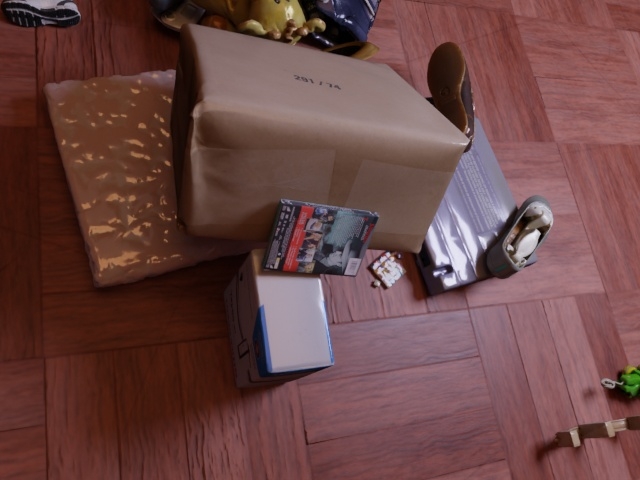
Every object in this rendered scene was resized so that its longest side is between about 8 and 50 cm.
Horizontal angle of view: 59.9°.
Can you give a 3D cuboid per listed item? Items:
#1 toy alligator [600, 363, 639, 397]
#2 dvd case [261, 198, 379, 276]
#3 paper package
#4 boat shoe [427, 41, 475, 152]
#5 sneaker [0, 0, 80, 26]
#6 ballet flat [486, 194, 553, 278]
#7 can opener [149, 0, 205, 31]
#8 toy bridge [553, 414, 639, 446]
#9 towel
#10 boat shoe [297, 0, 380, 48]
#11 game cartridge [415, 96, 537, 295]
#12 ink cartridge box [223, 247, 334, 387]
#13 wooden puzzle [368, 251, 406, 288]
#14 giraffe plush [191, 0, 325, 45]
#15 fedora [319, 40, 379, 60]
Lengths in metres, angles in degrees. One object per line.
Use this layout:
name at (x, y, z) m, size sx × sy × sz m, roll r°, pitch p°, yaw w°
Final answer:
toy alligator at (0.577, 0.265, 1.016) m, size 0.189 × 0.056 × 0.051 m, roll -5°, pitch 113°, yaw -24°
dvd case at (0.000, 0.000, 0.634) m, size 0.119 × 0.087 × 0.013 m, roll 6°, pitch 29°, yaw -22°
paper package at (-0.026, -0.141, 0.733) m, size 0.324 × 0.168 × 0.309 m, roll 4°, pitch 34°, yaw -21°
boat shoe at (0.240, -0.257, 1.009) m, size 0.073 × 0.073 × 0.207 m, roll 27°, pitch 59°, yaw -53°
sneaker at (-0.429, -0.355, 0.854) m, size 0.109 × 0.040 × 0.044 m, roll -4°, pitch 56°, yaw -27°
ballet flat at (0.363, -0.014, 0.959) m, size 0.072 × 0.068 × 0.213 m, roll 45°, pitch 61°, yaw -1°
can opener at (-0.200, -0.465, 0.959) m, size 0.074 × 0.093 × 0.280 m, roll 28°, pitch 58°, yaw -9°
toy bridge at (0.464, 0.322, 0.939) m, size 0.188 × 0.063 × 0.026 m, roll -1°, pitch 71°, yaw -24°
towel at (-0.209, -0.113, 0.838) m, size 0.331 × 0.053 × 0.317 m, roll -15°, pitch 76°, yaw -27°
boat shoe at (-0.018, -0.471, 0.959) m, size 0.340 × 0.127 × 0.158 m, roll 27°, pitch 66°, yaw -37°
game cartridge at (0.235, -0.095, 1.010) m, size 0.230 × 0.068 × 0.355 m, roll -11°, pitch 75°, yaw -29°
ink cartridge box at (-0.063, 0.108, 0.728) m, size 0.085 × 0.203 × 0.148 m, roll -4°, pitch 72°, yaw -21°
wooden puzzle at (0.113, 0.048, 0.933) m, size 0.083 × 0.006 × 0.049 m, roll -39°, pitch 88°, yaw -29°
giraffe plush at (-0.091, -0.353, 0.864) m, size 0.181 × 0.170 × 0.210 m, roll -38°, pitch 118°, yaw -9°
fedora at (0.016, -0.276, 0.955) m, size 0.194 × 0.194 × 0.079 m, roll -38°, pitch 124°, yaw -29°
